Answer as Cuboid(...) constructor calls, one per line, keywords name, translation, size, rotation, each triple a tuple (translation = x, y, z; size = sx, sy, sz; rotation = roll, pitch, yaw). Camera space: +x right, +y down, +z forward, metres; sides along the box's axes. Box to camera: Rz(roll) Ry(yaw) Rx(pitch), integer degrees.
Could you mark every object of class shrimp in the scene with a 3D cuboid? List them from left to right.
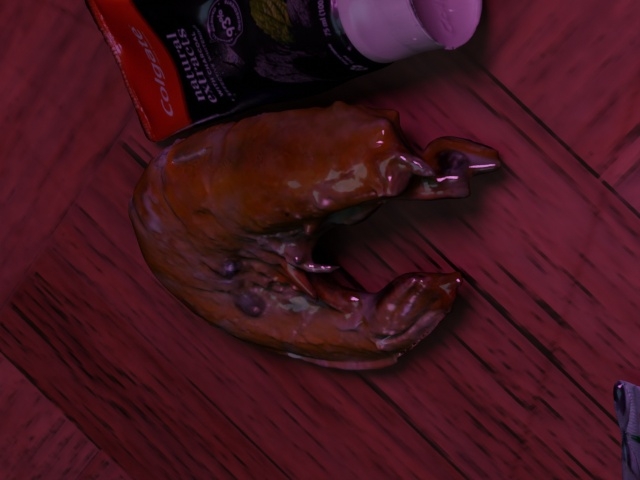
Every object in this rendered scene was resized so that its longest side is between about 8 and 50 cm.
Cuboid(name="shrimp", translation=(0.001, -0.003, 0.822), size=(0.187, 0.051, 0.132), rotation=(-16, 127, 45))

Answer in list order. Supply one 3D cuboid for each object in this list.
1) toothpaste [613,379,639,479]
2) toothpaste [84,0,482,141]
Cuboid(name="toothpaste", translation=(0.207, 0.096, 0.744), size=(0.205, 0.036, 0.056), rotation=(11, 124, 34))
Cuboid(name="toothpaste", translation=(-0.021, -0.082, 0.787), size=(0.193, 0.045, 0.071), rotation=(-6, 113, 43))
